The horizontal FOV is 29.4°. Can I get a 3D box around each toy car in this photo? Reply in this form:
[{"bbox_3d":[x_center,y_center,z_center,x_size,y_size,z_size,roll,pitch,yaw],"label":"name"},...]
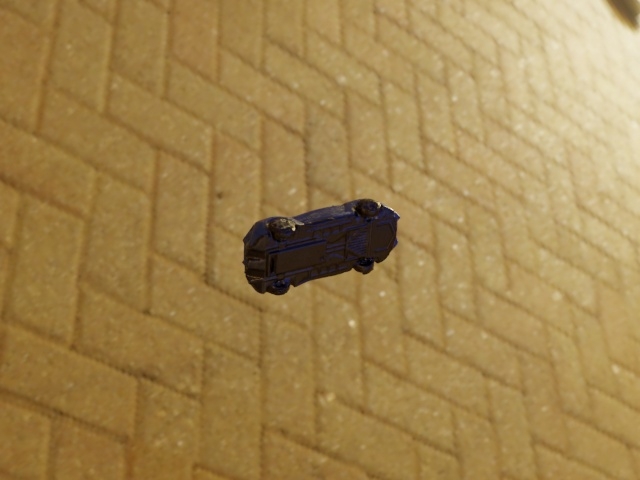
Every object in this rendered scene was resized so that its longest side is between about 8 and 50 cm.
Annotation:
[{"bbox_3d":[0.000,0.000,1.523,0.216,0.103,0.063,-14,38,-26],"label":"toy car"}]
